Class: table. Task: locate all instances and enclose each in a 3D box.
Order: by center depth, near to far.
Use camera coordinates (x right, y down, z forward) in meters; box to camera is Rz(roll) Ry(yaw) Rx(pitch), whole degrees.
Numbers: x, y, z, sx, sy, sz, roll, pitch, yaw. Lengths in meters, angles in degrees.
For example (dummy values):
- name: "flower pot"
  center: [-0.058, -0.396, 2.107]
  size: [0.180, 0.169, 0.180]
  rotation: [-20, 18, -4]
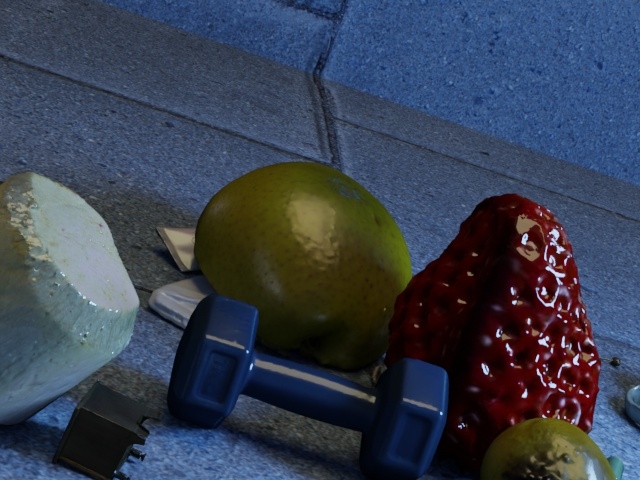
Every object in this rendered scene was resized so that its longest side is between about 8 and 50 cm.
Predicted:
- name: "table"
  center: [-0.224, 0.207, 1.533]
  size: [0.082, 0.070, 0.083]
  rotation: [25, 16, 2]

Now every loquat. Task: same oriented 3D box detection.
- name: "loquat"
  center: [0.273, 0.292, 1.692]
  size: [0.204, 0.149, 0.172]
  rotation: [17, 36, -58]

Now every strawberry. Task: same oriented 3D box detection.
- name: "strawberry"
  center: [0.242, 0.113, 1.881]
  size: [0.295, 0.345, 0.317]
  rotation: [21, 17, 5]

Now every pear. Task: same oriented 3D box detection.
- name: "pear"
  center: [0.000, 0.000, 2.107]
  size: [0.340, 0.191, 0.386]
  rotation: [22, 27, -25]

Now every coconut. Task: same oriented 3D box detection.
- name: "coconut"
  center: [-0.338, 0.072, 1.547]
  size: [0.239, 0.244, 0.239]
  rotation: [48, 18, -21]

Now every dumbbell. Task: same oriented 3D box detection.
- name: "dumbbell"
  center: [-0.014, 0.179, 1.705]
  size: [0.325, 0.144, 0.160]
  rotation: [18, 39, -6]

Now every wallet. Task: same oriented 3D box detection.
- name: "wallet"
  center: [-0.154, 0.090, 2.027]
  size: [0.124, 0.032, 0.183]
  rotation: [29, 18, 18]

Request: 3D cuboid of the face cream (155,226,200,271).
- name: "face cream"
  center: [-0.141, 0.011, 2.246]
  size: [0.244, 0.058, 0.092]
  rotation: [-2, 46, -44]

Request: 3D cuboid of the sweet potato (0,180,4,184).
- name: "sweet potato"
  center: [-0.454, -0.012, 1.807]
  size: [0.370, 0.157, 0.158]
  rotation: [16, 18, -17]

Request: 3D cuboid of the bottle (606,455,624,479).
- name: "bottle"
  center: [0.396, 0.318, 1.966]
  size: [0.030, 0.030, 0.083]
  rotation: [24, 17, 12]

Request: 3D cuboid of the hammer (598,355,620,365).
- name: "hammer"
  center: [0.450, 0.193, 2.439]
  size: [0.123, 0.014, 0.029]
  rotation: [14, 10, -13]

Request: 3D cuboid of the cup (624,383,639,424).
- name: "cup"
  center: [0.594, 0.259, 2.189]
  size: [0.258, 0.186, 0.234]
  rotation: [-7, 23, 11]
